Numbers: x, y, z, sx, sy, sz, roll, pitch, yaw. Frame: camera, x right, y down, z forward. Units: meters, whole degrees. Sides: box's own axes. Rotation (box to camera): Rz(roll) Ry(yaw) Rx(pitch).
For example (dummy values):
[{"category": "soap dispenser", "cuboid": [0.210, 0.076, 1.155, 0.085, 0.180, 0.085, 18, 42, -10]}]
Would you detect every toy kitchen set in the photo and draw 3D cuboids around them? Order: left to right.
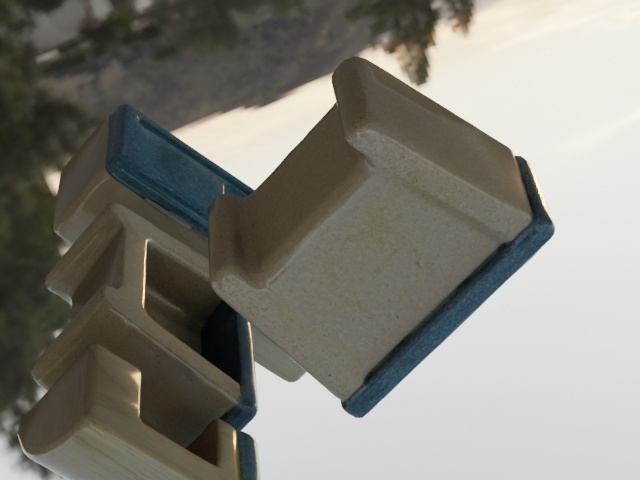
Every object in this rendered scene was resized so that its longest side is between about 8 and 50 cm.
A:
[{"category": "toy kitchen set", "cuboid": [0.000, 0.000, 0.494, 0.166, 0.122, 0.207, -46, -156, 20]}]
